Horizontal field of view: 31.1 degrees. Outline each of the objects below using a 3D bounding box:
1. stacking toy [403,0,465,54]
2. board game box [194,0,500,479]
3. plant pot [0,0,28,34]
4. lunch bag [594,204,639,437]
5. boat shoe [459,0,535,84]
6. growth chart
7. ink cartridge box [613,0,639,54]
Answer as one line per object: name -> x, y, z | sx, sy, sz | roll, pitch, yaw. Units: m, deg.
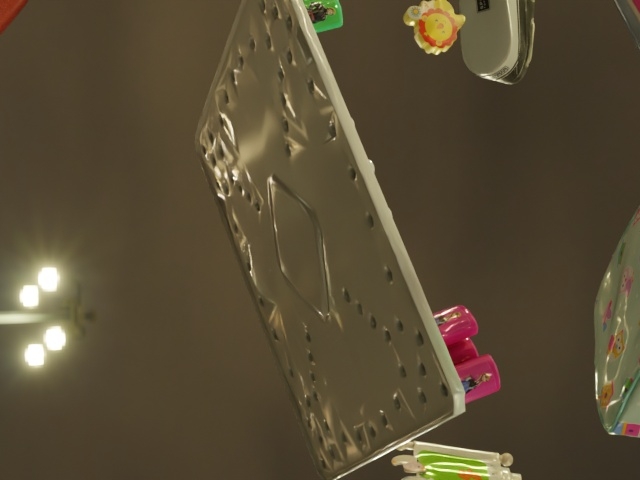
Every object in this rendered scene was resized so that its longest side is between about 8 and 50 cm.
stacking toy -> 0.072, -0.283, 0.985 | 0.221, 0.052, 0.167 | 58, -14, 4
board game box -> 0.000, 0.000, 1.023 | 0.390, 0.050, 0.390 | 127, -56, -66
plant pot -> -0.468, -0.290, 1.187 | 0.267, 0.235, 0.267 | 18, -47, 41
lunch bag -> 0.393, 0.078, 1.284 | 0.279, 0.107, 0.224 | -76, -177, -47
boat shoe -> 0.183, -0.271, 1.187 | 0.077, 0.070, 0.219 | -1, -95, 37
growth chart -> 0.179, 0.291, 1.315 | 0.237, 0.171, 0.021 | -122, -138, -69
ink cartridge box -> 0.384, -0.193, 0.590 | 0.395, 0.270, 0.151 | -45, -148, 30
